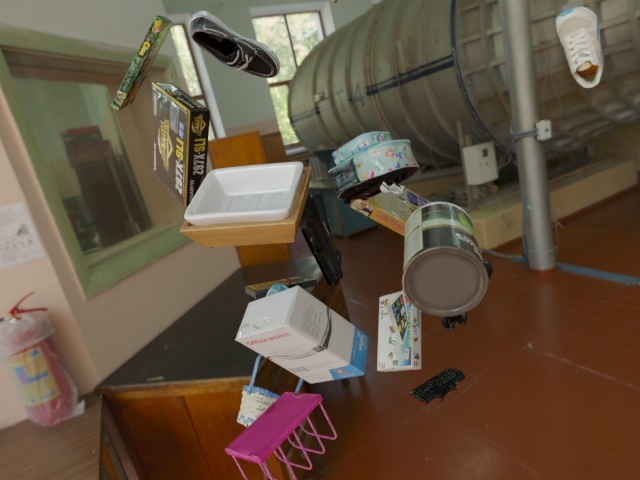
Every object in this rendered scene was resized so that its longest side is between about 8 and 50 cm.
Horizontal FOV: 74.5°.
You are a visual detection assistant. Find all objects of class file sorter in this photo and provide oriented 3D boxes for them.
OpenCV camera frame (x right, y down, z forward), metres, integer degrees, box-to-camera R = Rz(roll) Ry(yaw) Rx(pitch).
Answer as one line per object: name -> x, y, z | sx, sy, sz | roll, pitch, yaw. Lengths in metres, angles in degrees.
file sorter -> -0.115, 0.670, 1.388 | 0.202, 0.182, 0.290 | -17, 11, 46

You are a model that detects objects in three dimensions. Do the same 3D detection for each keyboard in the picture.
keyboard -> 0.372, 0.439, 1.304 | 0.192, 0.038, 0.100 | -19, 16, -31

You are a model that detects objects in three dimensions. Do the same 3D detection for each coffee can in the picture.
coffee can -> 0.323, 0.040, 1.129 | 0.201, 0.201, 0.275 | -10, 26, 17

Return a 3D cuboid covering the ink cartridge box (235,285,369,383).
ink cartridge box -> -0.046, 0.278, 1.200 | 0.223, 0.307, 0.129 | -23, 39, 39

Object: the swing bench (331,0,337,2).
swing bench -> -0.013, -0.739, 0.951 | 0.165, 0.255, 0.253 | -13, -8, -27

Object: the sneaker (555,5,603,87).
sneaker -> 0.670, -0.492, 1.074 | 0.087, 0.228, 0.092 | -13, 54, 44

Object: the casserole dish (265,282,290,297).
casserole dish -> -0.162, 0.241, 1.515 | 0.114, 0.188, 0.037 | 37, 29, 21

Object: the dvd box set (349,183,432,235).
dvd box set -> 0.323, -0.139, 1.750 | 0.062, 0.420, 0.307 | -55, 14, 34

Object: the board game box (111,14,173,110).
board game box -> -0.477, -0.477, 1.131 | 0.260, 0.030, 0.136 | -53, 24, 17

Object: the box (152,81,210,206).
box -> -0.459, -0.310, 1.362 | 0.079, 0.322, 0.257 | -18, 44, -40

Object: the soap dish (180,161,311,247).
soap dish -> -0.173, -0.088, 1.061 | 0.291, 0.118, 0.229 | -4, 42, 14

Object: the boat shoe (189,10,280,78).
boat shoe -> -0.247, -0.560, 1.260 | 0.301, 0.102, 0.108 | 21, -44, -40

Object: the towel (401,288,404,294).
towel -> 0.372, 0.154, 1.314 | 0.197, 0.029, 0.144 | -2, -5, -31

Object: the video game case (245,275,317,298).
video game case -> -0.168, 0.189, 1.724 | 0.248, 0.035, 0.275 | -10, 1, -17

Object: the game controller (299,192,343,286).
game controller -> 0.000, 0.000, 1.366 | 0.067, 0.319, 0.166 | -17, 37, 10

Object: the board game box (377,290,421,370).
board game box -> 0.310, 0.357, 1.667 | 0.053, 0.305, 0.193 | 21, -28, -30

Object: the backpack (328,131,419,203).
backpack -> 0.176, -0.242, 1.349 | 0.225, 0.191, 0.253 | -13, -2, -43

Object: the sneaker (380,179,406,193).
sneaker -> 0.223, -0.162, 1.269 | 0.083, 0.037, 0.032 | -1, 47, -17

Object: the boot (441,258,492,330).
boot -> 0.553, 0.210, 1.586 | 0.094, 0.246, 0.207 | 31, 41, 2

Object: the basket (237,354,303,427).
basket -> -0.196, 0.645, 1.751 | 0.201, 0.255, 0.289 | -19, 48, 46
